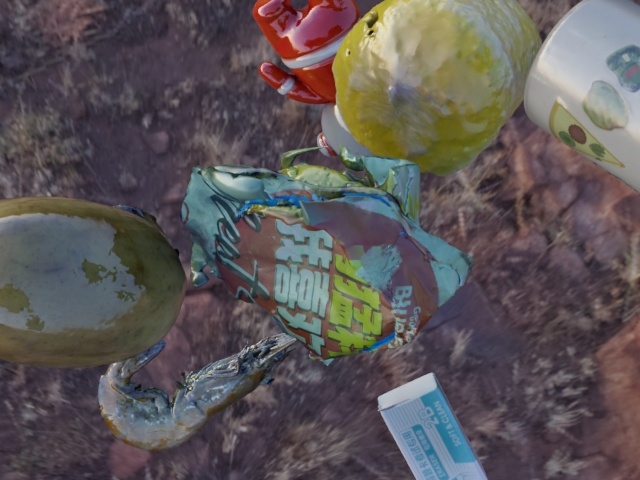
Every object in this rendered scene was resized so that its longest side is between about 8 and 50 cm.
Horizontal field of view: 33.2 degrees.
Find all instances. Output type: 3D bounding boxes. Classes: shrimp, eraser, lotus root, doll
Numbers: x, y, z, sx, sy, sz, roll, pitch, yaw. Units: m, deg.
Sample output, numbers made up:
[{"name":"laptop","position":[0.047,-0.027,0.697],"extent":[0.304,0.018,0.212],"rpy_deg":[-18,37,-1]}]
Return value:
[{"name":"shrimp","position":[-0.173,0.177,1.473],"extent":[0.296,0.058,0.169],"rpy_deg":[-36,117,6]},{"name":"eraser","position":[0.173,0.311,1.601],"extent":[0.096,0.052,0.225],"rpy_deg":[-26,110,6]},{"name":"lotus root","position":[-0.274,0.034,1.006],"extent":[0.310,0.183,0.182],"rpy_deg":[10,71,-42]},{"name":"doll","position":[0.046,-0.209,1.451],"extent":[0.200,0.336,0.105],"rpy_deg":[-24,34,19]}]

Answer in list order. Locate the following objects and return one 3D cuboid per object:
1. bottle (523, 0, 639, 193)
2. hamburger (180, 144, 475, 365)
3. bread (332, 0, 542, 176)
[{"name":"bottle","position":[0.276,-0.073,0.778],"extent":[0.120,0.120,0.253],"rpy_deg":[-40,59,-13]},{"name":"hamburger","position":[0.000,-0.008,1.082],"extent":[0.276,0.260,0.150],"rpy_deg":[35,54,-2]},{"name":"bread","position":[0.123,-0.177,1.116],"extent":[0.197,0.197,0.170],"rpy_deg":[44,47,6]}]
